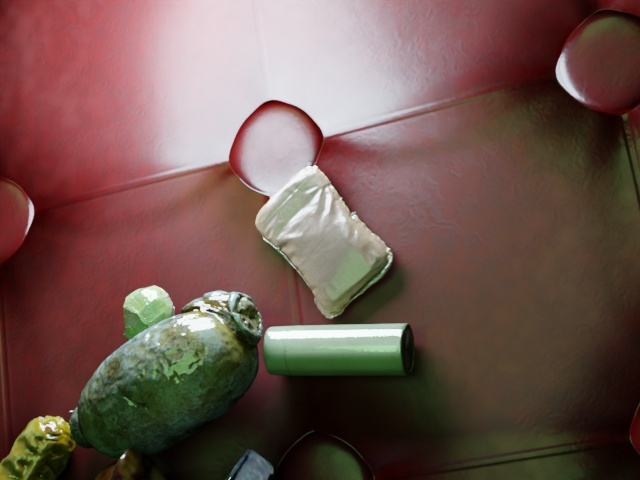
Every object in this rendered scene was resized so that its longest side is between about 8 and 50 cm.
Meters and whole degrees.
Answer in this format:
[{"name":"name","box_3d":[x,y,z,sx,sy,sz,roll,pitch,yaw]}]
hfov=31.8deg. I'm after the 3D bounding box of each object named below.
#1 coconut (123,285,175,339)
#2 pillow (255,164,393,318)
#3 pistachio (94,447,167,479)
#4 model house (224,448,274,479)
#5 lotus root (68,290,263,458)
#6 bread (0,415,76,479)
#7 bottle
[{"name":"coconut","box_3d":[-0.252,0.108,1.656,0.083,0.081,0.082,30,130,36]},{"name":"pillow","box_3d":[0.002,-0.002,1.607,0.135,0.034,0.211,-43,67,11]},{"name":"pistachio","box_3d":[-0.264,0.375,1.554,0.130,0.165,0.210,4,123,4]},{"name":"model house","box_3d":[-0.072,0.462,1.438,0.301,0.271,0.190,46,113,-2]},{"name":"lotus root","box_3d":[-0.223,0.210,1.574,0.349,0.175,0.175,-37,69,21]},{"name":"bread","box_3d":[-0.480,0.422,1.675,0.084,0.077,0.367,32,92,13]},{"name":"bottle","box_3d":[0.025,0.151,1.546,0.201,0.072,0.072,-3,78,20]}]
